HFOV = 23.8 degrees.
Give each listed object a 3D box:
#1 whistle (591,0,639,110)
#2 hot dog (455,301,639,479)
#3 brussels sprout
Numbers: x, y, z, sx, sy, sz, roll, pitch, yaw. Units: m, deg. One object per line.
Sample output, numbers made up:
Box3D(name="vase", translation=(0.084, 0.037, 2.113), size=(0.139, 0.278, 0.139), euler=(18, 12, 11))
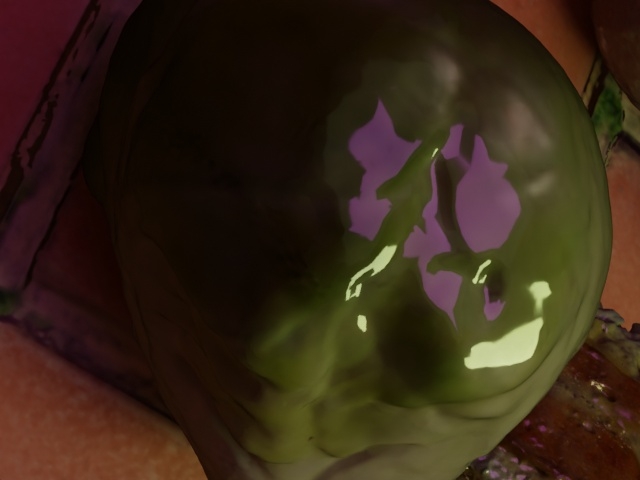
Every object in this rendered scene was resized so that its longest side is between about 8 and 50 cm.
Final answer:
Box3D(name="whistle", translation=(0.310, -0.170, 1.062), size=(0.348, 0.189, 0.189), euler=(-31, 99, -47))
Box3D(name="hot dog", translation=(0.140, 0.121, 0.930), size=(0.146, 0.103, 0.213), euler=(41, 50, 3))
Box3D(name="brussels sprout", translation=(0.007, -0.007, 0.755), size=(0.242, 0.273, 0.317), euler=(-9, 84, -42))
